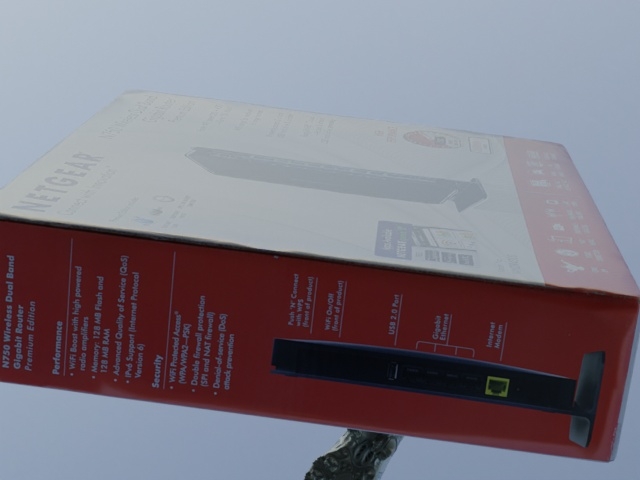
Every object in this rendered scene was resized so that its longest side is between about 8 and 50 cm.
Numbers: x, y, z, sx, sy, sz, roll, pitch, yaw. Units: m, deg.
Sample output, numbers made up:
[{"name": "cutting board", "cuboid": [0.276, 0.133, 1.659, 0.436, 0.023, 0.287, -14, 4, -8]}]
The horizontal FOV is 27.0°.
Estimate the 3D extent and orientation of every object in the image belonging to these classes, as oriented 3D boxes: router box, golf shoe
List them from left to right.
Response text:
[{"name": "router box", "cuboid": [0.000, 0.000, 0.744, 0.301, 0.082, 0.335, 7, -164, 2]}, {"name": "golf shoe", "cuboid": [0.047, 0.204, 1.308, 0.069, 0.086, 0.176, 39, -54, 9]}]
